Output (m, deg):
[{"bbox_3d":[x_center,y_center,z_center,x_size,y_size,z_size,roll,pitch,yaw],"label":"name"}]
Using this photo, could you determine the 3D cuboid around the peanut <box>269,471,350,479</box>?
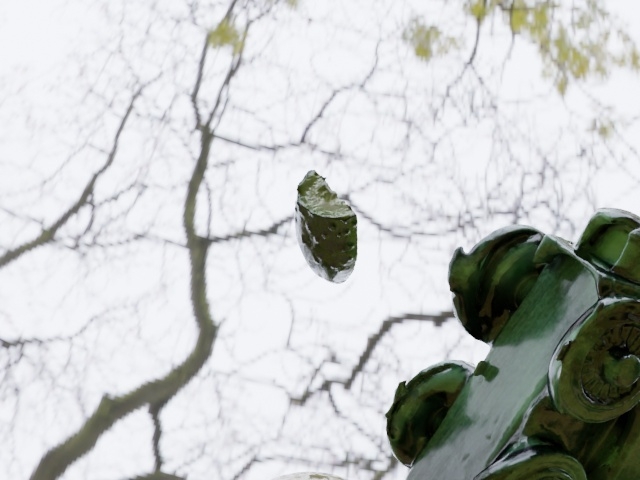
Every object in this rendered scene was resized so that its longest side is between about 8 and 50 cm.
[{"bbox_3d":[0.028,0.230,1.030,0.104,0.228,0.085,-12,-62,-30],"label":"peanut"}]

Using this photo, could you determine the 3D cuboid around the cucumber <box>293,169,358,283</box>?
[{"bbox_3d":[0.000,0.000,1.258,0.035,0.067,0.107,-29,-35,-21],"label":"cucumber"}]

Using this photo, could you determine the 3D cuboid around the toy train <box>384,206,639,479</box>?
[{"bbox_3d":[0.189,0.123,1.140,0.238,0.167,0.299,18,-74,-34],"label":"toy train"}]
